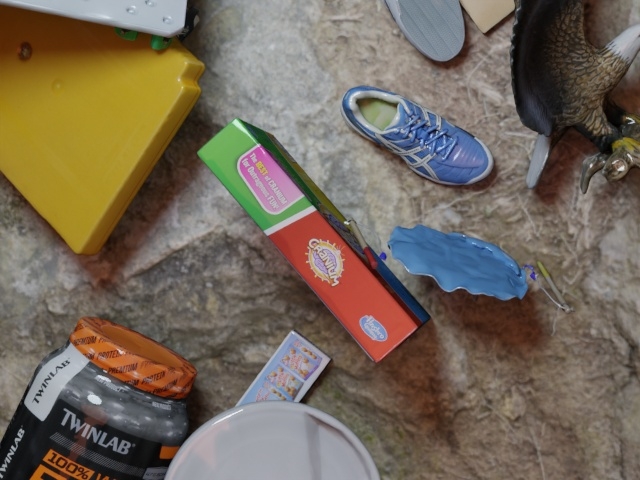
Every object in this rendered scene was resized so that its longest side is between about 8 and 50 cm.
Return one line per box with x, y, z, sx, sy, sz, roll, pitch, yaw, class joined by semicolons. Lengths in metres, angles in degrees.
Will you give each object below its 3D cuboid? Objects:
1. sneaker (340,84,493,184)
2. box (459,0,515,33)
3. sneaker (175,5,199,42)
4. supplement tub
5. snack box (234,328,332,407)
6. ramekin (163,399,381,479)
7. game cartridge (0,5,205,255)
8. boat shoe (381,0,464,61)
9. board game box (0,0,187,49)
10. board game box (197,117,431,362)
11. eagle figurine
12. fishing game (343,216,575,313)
0.116;-0.129;1.761;0.211;0.081;0.080;25;92;7;sneaker
0.236;-0.385;1.775;0.201;0.021;0.164;-37;85;6;box
-0.216;-0.237;1.805;0.153;0.094;0.235;-20;77;16;sneaker
-0.298;0.279;1.757;0.207;0.207;0.338;26;94;8;supplement tub
-0.063;0.204;1.815;0.064;0.022;0.178;37;95;8;snack box
-0.064;0.321;1.733;0.273;0.127;0.273;0;93;-9;ramekin
-0.311;-0.188;1.764;0.324;0.053;0.285;45;110;25;game cartridge
0.108;-0.329;1.769;0.083;0.076;0.226;-30;101;-1;boat shoe
-0.345;-0.417;1.693;0.390;0.050;0.390;10;56;-12;board game box
0.000;0.000;1.698;0.064;0.242;0.316;-41;85;6;board game box
0.296;-0.218;1.664;0.225;0.226;0.298;-45;108;-20;eagle figurine
0.161;0.032;1.698;0.264;0.189;0.041;11;112;-17;fishing game
